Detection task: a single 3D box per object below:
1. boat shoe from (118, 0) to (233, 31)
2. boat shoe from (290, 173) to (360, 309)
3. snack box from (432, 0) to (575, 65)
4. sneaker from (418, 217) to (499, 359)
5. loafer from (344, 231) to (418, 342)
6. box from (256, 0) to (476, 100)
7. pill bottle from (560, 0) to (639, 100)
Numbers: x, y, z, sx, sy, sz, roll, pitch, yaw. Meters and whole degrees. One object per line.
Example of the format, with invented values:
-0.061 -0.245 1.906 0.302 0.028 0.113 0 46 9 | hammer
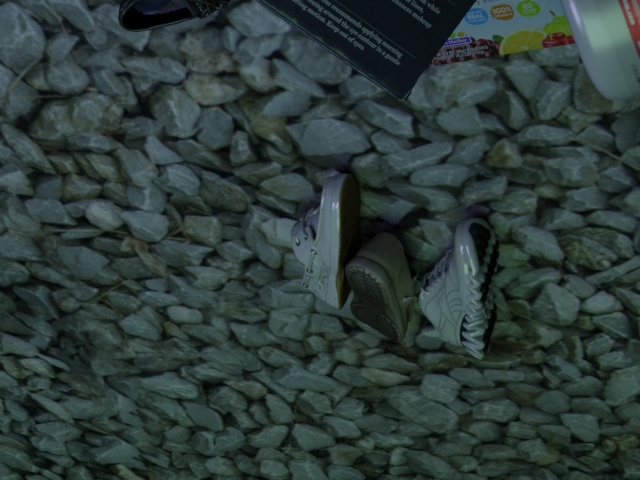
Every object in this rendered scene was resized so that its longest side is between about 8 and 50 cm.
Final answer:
-0.155 -0.305 1.711 0.228 0.076 0.080 -7 138 26 | boat shoe
0.000 0.000 2.039 0.096 0.098 0.277 17 142 12 | boat shoe
0.204 -0.299 1.611 0.207 0.070 0.174 -6 137 23 | snack box
0.200 0.071 2.070 0.118 0.110 0.292 14 144 15 | sneaker
0.103 0.073 2.107 0.102 0.092 0.268 31 163 17 | loafer
0.026 -0.372 1.368 0.343 0.179 0.312 33 104 -23 | box
0.438 -0.306 1.369 0.407 0.229 0.229 -19 134 17 | pill bottle
